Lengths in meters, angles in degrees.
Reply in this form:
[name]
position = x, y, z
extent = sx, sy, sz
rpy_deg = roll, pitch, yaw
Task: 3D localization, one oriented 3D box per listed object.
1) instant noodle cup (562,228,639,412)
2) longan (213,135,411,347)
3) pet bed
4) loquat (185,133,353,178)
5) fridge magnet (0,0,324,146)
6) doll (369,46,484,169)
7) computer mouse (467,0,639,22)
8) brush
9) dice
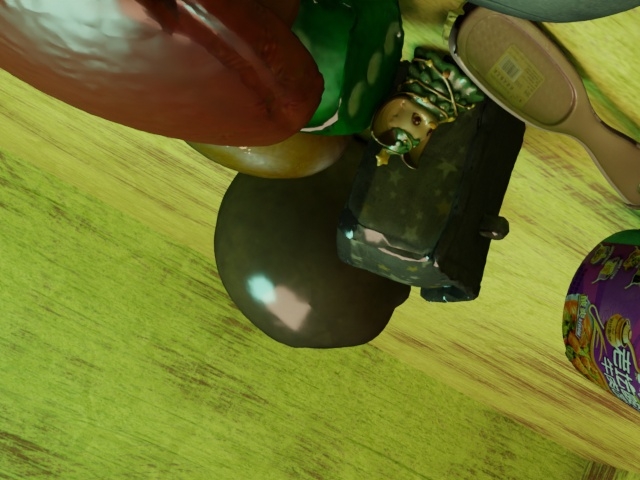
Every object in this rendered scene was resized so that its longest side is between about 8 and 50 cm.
[instant noodle cup]
position = 0.404, 0.097, 1.030
extent = 0.251, 0.251, 0.190
rpy_deg = 32, 175, -29
[longan]
position = -0.004, 0.002, 1.245
extent = 0.297, 0.297, 0.297
rpy_deg = 24, 168, 5
[pet bed]
position = 0.123, -0.056, 0.952
extent = 0.159, 0.211, 0.183
rpy_deg = 20, 166, 8
[loquat]
position = -0.070, -0.157, 0.993
extent = 0.227, 0.179, 0.179
rpy_deg = 20, 170, -20
[fridge magnet]
position = -0.162, -0.179, 0.670
extent = 0.363, 0.155, 0.363
rpy_deg = 23, 172, 3
[doll]
position = 0.083, -0.123, 0.847
extent = 0.078, 0.113, 0.076
rpy_deg = 31, -154, -46
[computer mouse]
position = 0.121, -0.202, 0.642
extent = 0.167, 0.090, 0.379
rpy_deg = 33, 167, -28
[brush]
position = 0.219, -0.123, 0.855
extent = 0.313, 0.072, 0.067
rpy_deg = 32, -168, -32
[dice]
position = -0.006, -0.170, 0.832
extent = 0.131, 0.128, 0.120
rpy_deg = 17, -158, 24
